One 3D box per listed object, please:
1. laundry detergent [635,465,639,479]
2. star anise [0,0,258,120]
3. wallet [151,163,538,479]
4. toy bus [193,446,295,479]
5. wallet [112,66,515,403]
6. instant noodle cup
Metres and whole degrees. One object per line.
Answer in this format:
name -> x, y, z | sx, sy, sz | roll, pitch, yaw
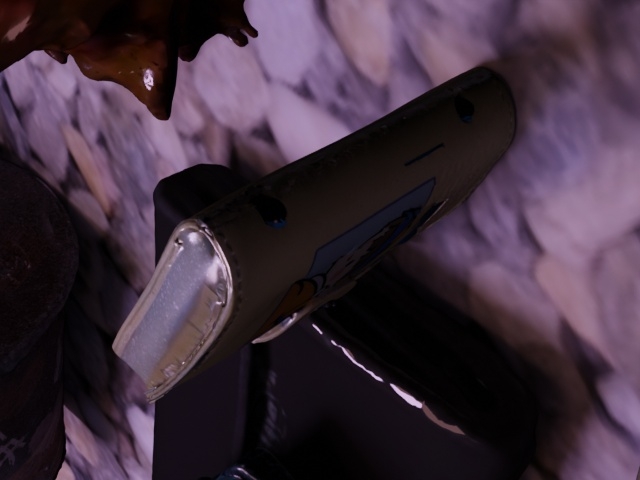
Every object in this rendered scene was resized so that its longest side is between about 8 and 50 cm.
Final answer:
laundry detergent -> 0.214, 0.116, 0.303 | 0.253, 0.091, 0.181 | 33, 142, 31
star anise -> -0.120, -0.129, 0.368 | 0.148, 0.346, 0.237 | 46, 178, 41
wallet -> -0.020, 0.173, 0.622 | 0.228, 0.062, 0.406 | 35, 135, 29
toy bus -> -0.094, 0.222, 0.553 | 0.133, 0.164, 0.271 | 55, 143, 8
wallet -> 0.000, 0.000, 0.419 | 0.039, 0.155, 0.110 | 51, 141, 11
instant noodle cup -> -0.261, 0.081, 0.731 | 0.217, 0.217, 0.207 | 38, 143, 27
